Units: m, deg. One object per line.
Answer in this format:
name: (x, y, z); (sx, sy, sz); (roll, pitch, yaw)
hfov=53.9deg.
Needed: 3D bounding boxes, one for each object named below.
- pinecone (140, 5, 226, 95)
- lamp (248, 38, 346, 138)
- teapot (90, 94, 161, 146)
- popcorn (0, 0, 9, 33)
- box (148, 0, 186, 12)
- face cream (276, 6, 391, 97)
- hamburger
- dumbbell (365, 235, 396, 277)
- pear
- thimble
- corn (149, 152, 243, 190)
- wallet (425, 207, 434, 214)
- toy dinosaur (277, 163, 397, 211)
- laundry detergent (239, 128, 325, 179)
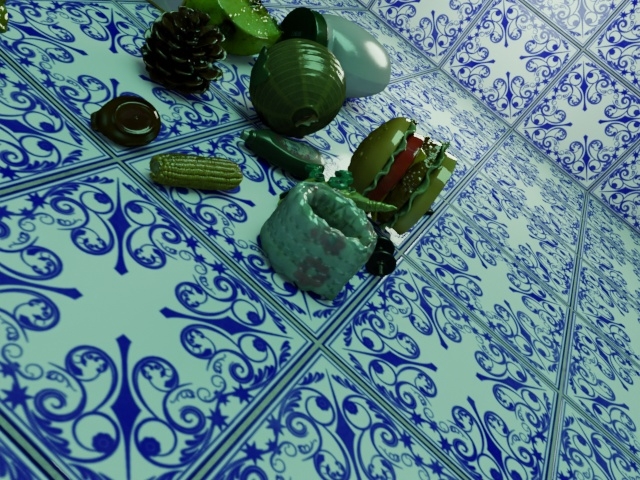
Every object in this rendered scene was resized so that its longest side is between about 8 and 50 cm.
pinecone: (-0.309, -0.445, 1.457); (0.208, 0.207, 0.207); (28, 31, -18)
lamp: (-0.050, -0.364, 1.574); (0.250, 0.250, 0.284); (17, 40, -33)
teapot: (-0.372, -0.226, 1.206); (0.129, 0.078, 0.098); (-7, 92, -36)
popcorn: (-0.615, -0.393, 1.035); (0.198, 0.212, 0.197); (9, 72, -28)
box: (-0.410, -0.828, 1.785); (0.260, 0.283, 0.214); (37, 28, -3)
face cream: (0.049, -0.600, 2.037); (0.357, 0.219, 0.312); (6, 43, -43)
hamburger: (0.178, -0.169, 1.529); (0.212, 0.274, 0.274); (36, 29, -5)
dumbbell: (0.132, 0.034, 1.392); (0.069, 0.069, 0.147); (30, 31, -15)
pear: (-0.259, -0.609, 1.784); (0.238, 0.164, 0.255); (52, 35, -15)
thimble: (0.000, 0.000, 1.218); (0.185, 0.149, 0.211); (-5, 51, -54)
corn: (-0.237, -0.133, 1.223); (0.207, 0.068, 0.068); (1, 46, -44)
wallet: (0.231, -0.168, 1.831); (0.124, 0.025, 0.244); (3, 44, -47)
toy dinosaur: (0.039, -0.099, 1.399); (0.259, 0.094, 0.153); (4, 36, 2)
laundry detergent: (-0.096, -0.218, 1.507); (0.211, 0.063, 0.137); (20, 32, -25)
